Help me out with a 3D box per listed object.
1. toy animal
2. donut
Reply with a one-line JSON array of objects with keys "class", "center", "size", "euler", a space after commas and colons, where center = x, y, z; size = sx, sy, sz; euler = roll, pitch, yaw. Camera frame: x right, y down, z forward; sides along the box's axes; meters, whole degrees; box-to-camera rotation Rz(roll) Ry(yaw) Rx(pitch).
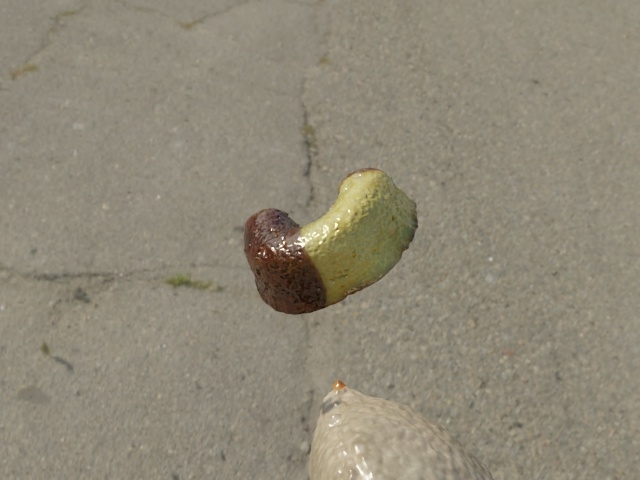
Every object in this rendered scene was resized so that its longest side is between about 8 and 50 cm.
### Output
[{"class": "toy animal", "center": [0.099, 0.300, 0.862], "size": [0.358, 0.188, 0.226], "euler": [50, 8, 28]}, {"class": "donut", "center": [0.002, 0.000, 0.902], "size": [0.217, 0.085, 0.141], "euler": [-25, 32, 14]}]
